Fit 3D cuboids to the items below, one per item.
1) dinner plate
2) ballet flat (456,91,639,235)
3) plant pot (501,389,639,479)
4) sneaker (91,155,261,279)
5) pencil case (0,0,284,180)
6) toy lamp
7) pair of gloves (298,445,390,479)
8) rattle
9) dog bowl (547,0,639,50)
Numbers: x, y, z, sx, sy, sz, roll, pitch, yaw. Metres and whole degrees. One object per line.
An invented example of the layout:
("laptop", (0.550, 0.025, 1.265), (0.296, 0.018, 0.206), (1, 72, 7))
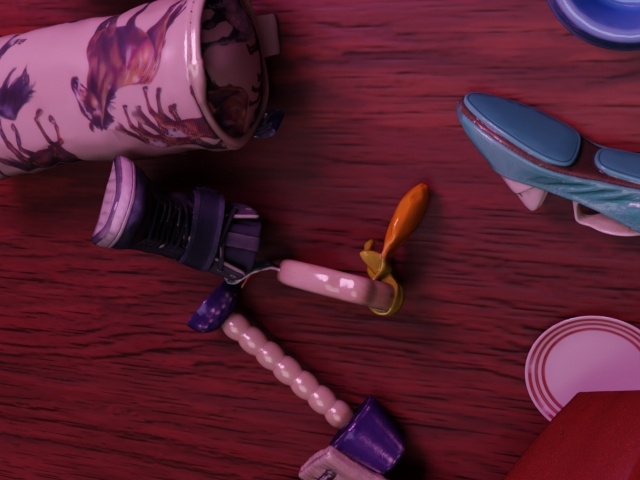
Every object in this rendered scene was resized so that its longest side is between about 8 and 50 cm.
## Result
("dinner plate", (0.280, 0.139, 0.863), (0.141, 0.017, 0.141), (7, 111, 17))
("ballet flat", (0.230, -0.055, 0.775), (0.247, 0.083, 0.087), (22, 130, 13))
("plant pot", (0.299, 0.275, 0.743), (0.267, 0.267, 0.236), (29, 74, -6))
("sneaker", (-0.131, -0.016, 0.819), (0.163, 0.226, 0.086), (17, 89, -11))
("pencil case", (-0.245, -0.149, 0.860), (0.410, 0.183, 0.160), (-5, 100, 24))
("toy lamp", (-0.021, 0.155, 0.949), (0.274, 0.080, 0.080), (42, 118, 2))
("pair of gloves", (0.046, 0.334, 0.987), (0.204, 0.042, 0.240), (32, 135, 1))
("rattle", (0.000, 0.000, 0.887), (0.199, 0.130, 0.143), (15, 105, 44))
("dog bowl", (0.243, -0.296, 0.679), (0.166, 0.074, 0.297), (-9, 107, 23))
